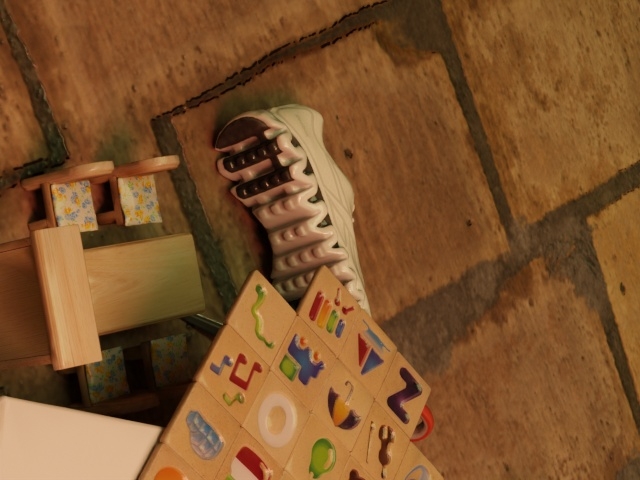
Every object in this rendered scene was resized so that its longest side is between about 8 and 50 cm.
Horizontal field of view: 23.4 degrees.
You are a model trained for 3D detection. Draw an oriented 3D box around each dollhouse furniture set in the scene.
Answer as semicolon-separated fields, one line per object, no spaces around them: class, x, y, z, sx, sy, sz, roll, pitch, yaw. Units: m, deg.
dollhouse furniture set;-0.179;0.041;1.295;0.242;0.161;0.212;-10;90;-47

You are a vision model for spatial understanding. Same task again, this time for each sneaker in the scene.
sneaker;0.000;0.000;1.540;0.118;0.110;0.292;-30;105;-54

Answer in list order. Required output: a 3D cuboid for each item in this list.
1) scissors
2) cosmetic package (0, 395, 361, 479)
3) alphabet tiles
scissors;-0.008;0.123;1.507;0.297;0.109;0.021;43;33;-31
cosmetic package;-0.169;0.230;1.236;0.385;0.217;0.156;16;71;-42
alphabet tiles;-0.016;0.201;1.244;0.285;0.011;0.342;49;50;-29
